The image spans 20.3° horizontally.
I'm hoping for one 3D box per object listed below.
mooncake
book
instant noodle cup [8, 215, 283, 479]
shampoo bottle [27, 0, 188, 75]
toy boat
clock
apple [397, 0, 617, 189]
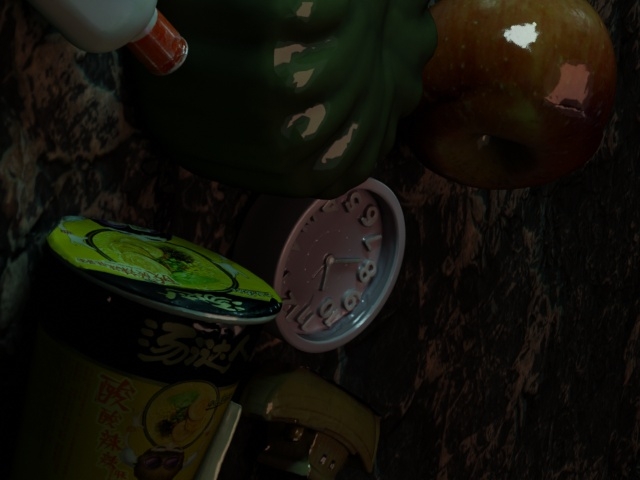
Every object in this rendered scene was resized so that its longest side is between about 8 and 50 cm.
[{"bbox_3d":[-0.021,-0.207,1.650,0.351,0.187,0.351,-46,145,-47],"label":"mooncake"},{"bbox_3d":[-0.138,0.229,1.683,0.162,0.022,0.232,-70,-166,-12],"label":"book"},{"bbox_3d":[-0.167,0.122,1.540,0.215,0.215,0.236,-6,119,-63],"label":"instant noodle cup"},{"bbox_3d":[-0.178,-0.208,1.437,0.108,0.051,0.221,-60,142,-13],"label":"shampoo bottle"},{"bbox_3d":[-0.017,0.217,2.002,0.321,0.089,0.121,41,65,-64],"label":"toy boat"},{"bbox_3d":[0.000,0.017,1.890,0.197,0.068,0.197,-24,126,-38],"label":"clock"},{"bbox_3d":[0.207,-0.183,2.057,0.272,0.252,0.206,105,-7,-66],"label":"apple"}]
